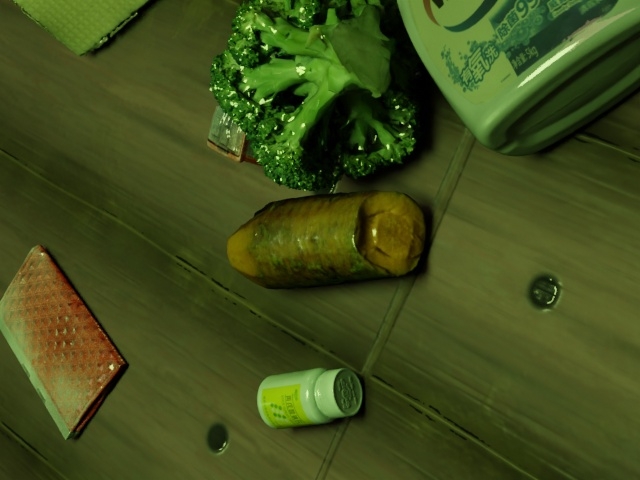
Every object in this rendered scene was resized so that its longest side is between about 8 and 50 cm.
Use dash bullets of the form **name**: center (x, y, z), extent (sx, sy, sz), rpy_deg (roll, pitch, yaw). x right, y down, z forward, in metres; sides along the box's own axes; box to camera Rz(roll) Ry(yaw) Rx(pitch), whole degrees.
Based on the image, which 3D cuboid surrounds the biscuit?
- **biscuit**: center (-0.211, -0.305, 1.324), extent (0.252, 0.150, 0.052), rpy_deg (-34, 34, 30)

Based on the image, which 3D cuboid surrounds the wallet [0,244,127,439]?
- **wallet**: center (-0.272, 0.101, 1.359), extent (0.103, 0.020, 0.196), rpy_deg (-55, 51, 17)

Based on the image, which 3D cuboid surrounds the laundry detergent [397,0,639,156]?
- **laundry detergent**: center (0.155, -0.226, 1.027), extent (0.215, 0.105, 0.280), rpy_deg (-37, 57, 29)

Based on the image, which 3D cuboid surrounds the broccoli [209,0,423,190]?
- **broccoli**: center (0.007, -0.134, 1.083), extent (0.156, 0.195, 0.195), rpy_deg (-25, 62, 57)

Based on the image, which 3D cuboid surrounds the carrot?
- **carrot**: center (0.000, 0.000, 1.116), extent (0.173, 0.082, 0.082), rpy_deg (-9, 74, 42)

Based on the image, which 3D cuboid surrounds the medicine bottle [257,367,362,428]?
- **medicine bottle**: center (-0.010, 0.132, 1.112), extent (0.083, 0.047, 0.047), rpy_deg (-13, 71, 38)

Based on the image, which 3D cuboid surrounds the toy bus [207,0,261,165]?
- **toy bus**: center (-0.038, -0.161, 1.189), extent (0.065, 0.077, 0.192), rpy_deg (30, 101, 42)
